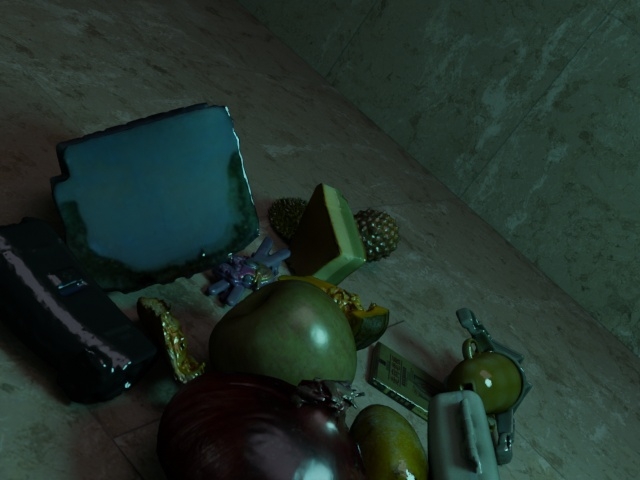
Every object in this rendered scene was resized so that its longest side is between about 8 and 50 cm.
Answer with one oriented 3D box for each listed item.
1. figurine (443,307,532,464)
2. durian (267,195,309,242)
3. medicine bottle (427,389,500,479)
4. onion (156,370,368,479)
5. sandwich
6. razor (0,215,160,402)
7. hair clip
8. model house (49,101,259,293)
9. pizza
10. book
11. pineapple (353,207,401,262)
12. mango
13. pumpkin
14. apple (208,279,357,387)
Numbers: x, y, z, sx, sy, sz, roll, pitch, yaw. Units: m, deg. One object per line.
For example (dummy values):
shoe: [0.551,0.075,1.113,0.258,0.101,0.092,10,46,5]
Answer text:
figurine: [0.389,0.330,1.838,0.342,0.167,0.285,55,20,16]
durian: [-0.064,-0.070,2.118,0.137,0.095,0.220,28,18,-20]
medicine bottle: [0.253,0.445,1.378,0.123,0.282,0.375,-8,19,6]
onion: [-0.055,0.305,1.149,0.347,0.285,0.347,38,8,-6]
sandwich: [0.000,0.000,1.950,0.108,0.186,0.220,17,46,-39]
razor: [-0.411,0.108,1.251,0.327,0.107,0.189,45,22,8]
hair clip: [-0.156,0.061,1.737,0.137,0.090,0.278,32,21,12]
model house: [-0.352,-0.098,1.562,0.360,0.297,0.339,-21,20,-17]
pizza: [-0.258,0.163,1.342,0.056,0.134,0.271,-23,20,-17]
book: [0.215,0.337,1.811,0.231,0.026,0.161,33,23,-6]
pineapple: [0.130,-0.012,2.205,0.166,0.166,0.193,44,23,17]
mango: [0.108,0.388,1.363,0.146,0.192,0.316,5,14,-2]
pumpkin: [0.017,0.170,1.752,0.248,0.126,0.131,27,24,29]
apple: [-0.063,0.201,1.410,0.234,0.257,0.257,61,17,-17]
